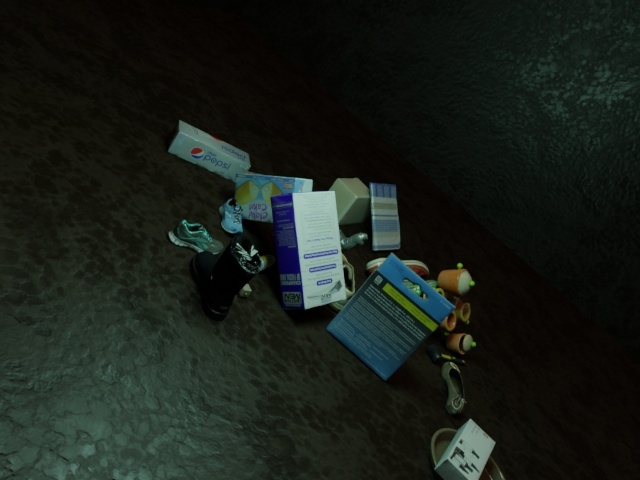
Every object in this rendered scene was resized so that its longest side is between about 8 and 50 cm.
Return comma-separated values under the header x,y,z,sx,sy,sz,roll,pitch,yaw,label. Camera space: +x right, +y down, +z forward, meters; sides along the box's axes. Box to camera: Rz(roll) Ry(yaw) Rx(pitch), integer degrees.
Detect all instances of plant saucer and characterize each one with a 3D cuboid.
x,y,z,sx,sy,sz,roll,pitch,yaw,label
0.404,0.644,1.667,0.278,0.041,0.277,30,26,-17,plant saucer

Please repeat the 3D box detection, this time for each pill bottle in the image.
x,y,z,sx,sy,sz,roll,pitch,yaw,label
-0.173,0.067,1.880,0.043,0.043,0.083,44,26,14,pill bottle

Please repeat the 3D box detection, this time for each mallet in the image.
x,y,z,sx,sy,sz,roll,pitch,yaw,label
0.447,0.415,2.113,0.190,0.039,0.062,26,26,-30,mallet

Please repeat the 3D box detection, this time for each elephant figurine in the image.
x,y,z,sx,sy,sz,roll,pitch,yaw,label
0.000,0.000,1.985,0.186,0.239,0.169,19,32,-34,elephant figurine

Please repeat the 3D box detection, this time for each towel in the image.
x,y,z,sx,sy,sz,roll,pitch,yaw,label
0.265,-0.095,2.528,0.209,0.034,0.284,-4,90,-54,towel

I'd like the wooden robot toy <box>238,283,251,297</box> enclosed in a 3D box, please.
x,y,z,sx,sy,sz,roll,pitch,yaw,label
-0.227,0.079,1.752,0.076,0.079,0.173,24,28,-28,wooden robot toy

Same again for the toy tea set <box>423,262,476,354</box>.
x,y,z,sx,sy,sz,roll,pitch,yaw,label
0.489,0.249,2.130,0.200,0.124,0.336,-51,127,-33,toy tea set

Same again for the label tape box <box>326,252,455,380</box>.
x,y,z,sx,sy,sz,roll,pitch,yaw,label
0.211,0.214,1.791,0.241,0.333,0.106,41,26,6,label tape box

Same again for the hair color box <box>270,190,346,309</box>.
x,y,z,sx,sy,sz,roll,pitch,yaw,label
-0.034,0.026,1.813,0.185,0.110,0.338,-7,90,-47,hair color box

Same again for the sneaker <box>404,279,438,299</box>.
x,y,z,sx,sy,sz,roll,pitch,yaw,label
0.290,0.175,2.149,0.344,0.134,0.146,-3,41,-38,sneaker

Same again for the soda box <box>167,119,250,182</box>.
x,y,z,sx,sy,sz,roll,pitch,yaw,label
-0.396,-0.315,2.173,0.286,0.091,0.098,24,28,-27,soda box

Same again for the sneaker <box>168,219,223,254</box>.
x,y,z,sx,sy,sz,roll,pitch,yaw,label
-0.347,-0.010,1.747,0.167,0.076,0.065,18,33,-35,sneaker

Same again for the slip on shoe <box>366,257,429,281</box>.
x,y,z,sx,sy,sz,roll,pitch,yaw,label
0.301,0.134,2.319,0.331,0.123,0.101,7,62,-47,slip on shoe

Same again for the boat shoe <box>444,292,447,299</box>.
x,y,z,sx,sy,sz,roll,pitch,yaw,label
0.401,0.230,2.326,0.073,0.073,0.207,11,15,41,boat shoe

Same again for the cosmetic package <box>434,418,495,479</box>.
x,y,z,sx,sy,sz,roll,pitch,yaw,label
0.396,0.582,1.645,0.099,0.060,0.239,45,27,13,cosmetic package

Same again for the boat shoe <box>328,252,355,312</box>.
x,y,z,sx,sy,sz,roll,pitch,yaw,label
0.073,0.116,2.049,0.109,0.098,0.302,30,26,-15,boat shoe

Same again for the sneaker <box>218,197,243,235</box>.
x,y,z,sx,sy,sz,roll,pitch,yaw,label
-0.281,-0.079,1.950,0.063,0.073,0.162,16,33,-38,sneaker

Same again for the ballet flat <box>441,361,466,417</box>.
x,y,z,sx,sy,sz,roll,pitch,yaw,label
0.439,0.473,1.974,0.084,0.058,0.250,35,26,-7,ballet flat

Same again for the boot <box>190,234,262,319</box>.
x,y,z,sx,sy,sz,roll,pitch,yaw,label
-0.247,0.060,1.609,0.094,0.207,0.246,19,31,-34,boot

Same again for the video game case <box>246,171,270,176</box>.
x,y,z,sx,sy,sz,roll,pitch,yaw,label
-0.188,-0.177,2.291,0.193,0.023,0.212,7,39,-47,video game case

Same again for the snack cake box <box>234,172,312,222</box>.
x,y,z,sx,sy,sz,roll,pitch,yaw,label
-0.157,-0.133,1.968,0.265,0.152,0.089,9,7,37,snack cake box

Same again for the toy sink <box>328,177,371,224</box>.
x,y,z,sx,sy,sz,roll,pitch,yaw,label
0.125,-0.167,2.528,0.131,0.152,0.234,48,28,21,toy sink
